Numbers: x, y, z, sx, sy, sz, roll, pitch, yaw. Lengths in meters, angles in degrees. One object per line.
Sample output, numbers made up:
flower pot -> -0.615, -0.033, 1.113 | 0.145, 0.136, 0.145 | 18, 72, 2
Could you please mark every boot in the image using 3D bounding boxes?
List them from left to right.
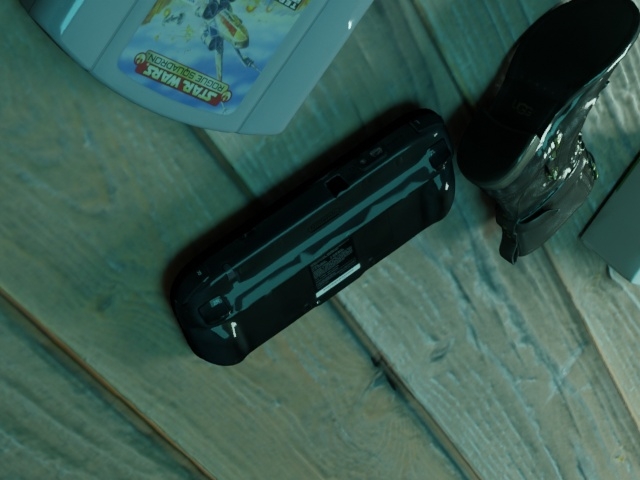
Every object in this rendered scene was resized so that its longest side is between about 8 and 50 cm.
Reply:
boot -> 0.247, -0.112, 1.664 | 0.263, 0.091, 0.229 | -48, 151, 0

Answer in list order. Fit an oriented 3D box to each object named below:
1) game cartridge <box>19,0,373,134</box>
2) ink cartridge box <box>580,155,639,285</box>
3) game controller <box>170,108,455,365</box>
game cartridge -> -0.088, -0.191, 1.294 | 0.297, 0.062, 0.198 | 19, 106, -50
ink cartridge box -> 0.428, -0.019, 1.897 | 0.212, 0.093, 0.154 | 16, 113, -51
game controller -> 0.000, 0.000, 1.560 | 0.319, 0.067, 0.166 | -34, 156, -12
